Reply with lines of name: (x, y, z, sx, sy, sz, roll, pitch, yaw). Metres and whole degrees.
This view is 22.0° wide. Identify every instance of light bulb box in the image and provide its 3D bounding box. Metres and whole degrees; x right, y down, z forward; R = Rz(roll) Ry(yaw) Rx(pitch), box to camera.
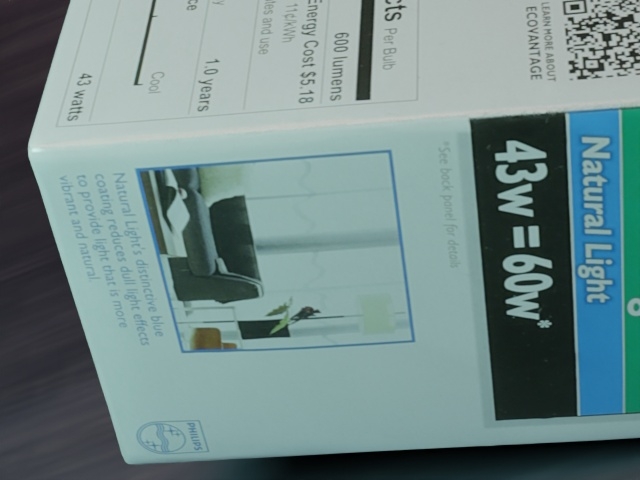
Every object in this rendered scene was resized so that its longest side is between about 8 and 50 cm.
light bulb box: (0.067, -0.088, 0.898, 0.361, 0.225, 0.358, -3, 42, 7)
